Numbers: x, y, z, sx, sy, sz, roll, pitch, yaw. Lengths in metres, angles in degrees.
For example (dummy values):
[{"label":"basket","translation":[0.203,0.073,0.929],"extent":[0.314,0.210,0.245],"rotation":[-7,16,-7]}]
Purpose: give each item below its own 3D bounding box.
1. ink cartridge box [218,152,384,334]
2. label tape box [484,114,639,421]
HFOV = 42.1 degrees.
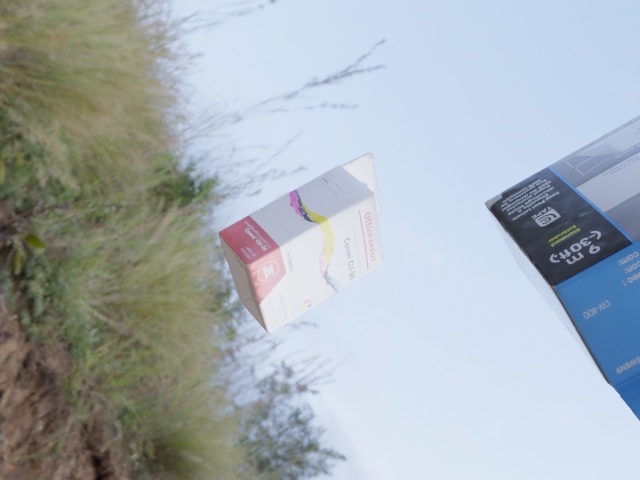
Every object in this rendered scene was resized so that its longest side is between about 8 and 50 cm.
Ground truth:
[{"label":"ink cartridge box","translation":[0.000,0.000,0.904],"extent":[0.067,0.198,0.115],"rotation":[43,-24,40]},{"label":"label tape box","translation":[0.329,0.000,0.799],"extent":[0.106,0.241,0.333],"rotation":[57,7,-23]}]
